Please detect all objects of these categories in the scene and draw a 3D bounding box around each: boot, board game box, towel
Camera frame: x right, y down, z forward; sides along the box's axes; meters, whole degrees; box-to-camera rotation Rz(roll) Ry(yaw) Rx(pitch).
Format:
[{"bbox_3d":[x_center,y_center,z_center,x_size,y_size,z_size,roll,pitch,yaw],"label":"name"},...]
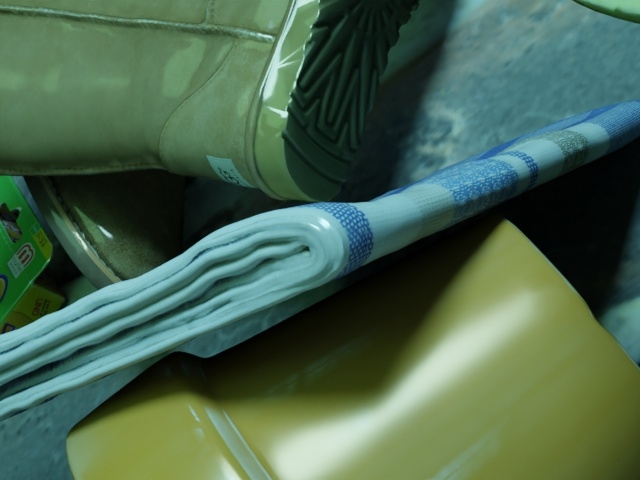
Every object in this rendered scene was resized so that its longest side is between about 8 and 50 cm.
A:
[{"bbox_3d":[-0.105,-0.089,1.064,0.115,0.112,0.305,-29,44,18],"label":"boot"},{"bbox_3d":[-0.251,0.081,1.162,0.259,0.039,0.124,-54,39,12],"label":"board game box"},{"bbox_3d":[-0.087,-0.133,0.954,0.270,0.089,0.236,8,64,34],"label":"boot"},{"bbox_3d":[0.000,0.000,0.780,0.209,0.285,0.034,-23,90,36],"label":"towel"}]

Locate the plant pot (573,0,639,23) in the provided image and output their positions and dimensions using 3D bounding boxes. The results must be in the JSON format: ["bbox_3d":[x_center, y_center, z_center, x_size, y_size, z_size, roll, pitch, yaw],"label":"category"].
[{"bbox_3d":[0.231,-0.137,0.603,0.276,0.254,0.276,-26,50,35],"label":"plant pot"}]

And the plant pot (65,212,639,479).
[{"bbox_3d":[0.037,0.096,0.729,0.188,0.205,0.205,-39,41,1],"label":"plant pot"}]
